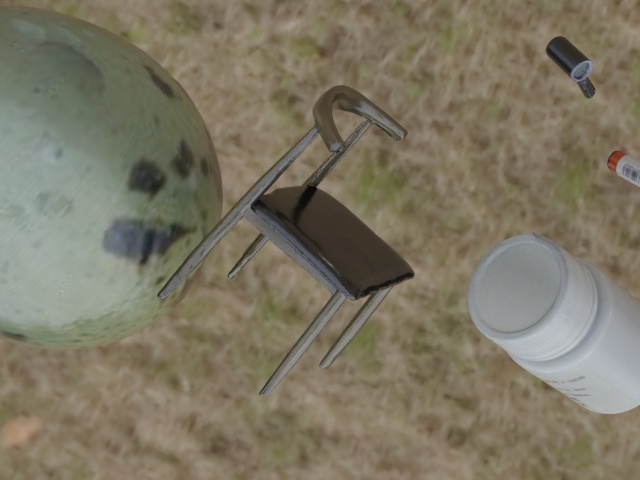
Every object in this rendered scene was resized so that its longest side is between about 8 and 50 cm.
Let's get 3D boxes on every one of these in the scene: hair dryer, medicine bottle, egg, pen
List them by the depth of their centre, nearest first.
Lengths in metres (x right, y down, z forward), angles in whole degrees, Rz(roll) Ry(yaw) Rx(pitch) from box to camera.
[{"bbox_3d":[0.255,-0.166,1.460,0.026,0.047,0.083,-42,143,7],"label":"hair dryer"},{"bbox_3d":[0.370,-0.039,1.483,0.239,0.028,0.028,40,165,53],"label":"pen"},{"bbox_3d":[-0.295,-0.066,1.558,0.345,0.345,0.428,-9,155,33],"label":"egg"},{"bbox_3d":[0.280,0.095,1.652,0.144,0.145,0.252,-9,154,33],"label":"medicine bottle"}]

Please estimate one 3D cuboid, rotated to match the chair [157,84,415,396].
[{"bbox_3d":[0.000,0.000,1.479,0.166,0.188,0.272,42,111,14],"label":"chair"}]
